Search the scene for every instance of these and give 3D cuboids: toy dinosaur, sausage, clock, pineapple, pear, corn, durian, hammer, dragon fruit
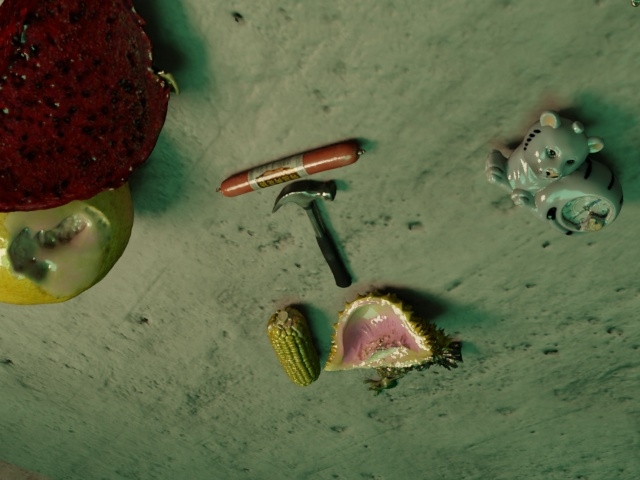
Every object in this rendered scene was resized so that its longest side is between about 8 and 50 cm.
[{"bbox_3d":[0.137,0.293,1.381,0.060,0.029,0.119,20,139,-33],"label":"toy dinosaur"},{"bbox_3d":[-0.049,-0.098,0.942,0.253,0.034,0.034,-12,135,32],"label":"sausage"},{"bbox_3d":[0.302,-0.080,0.809,0.176,0.080,0.117,30,139,-16],"label":"clock"},{"bbox_3d":[0.180,0.213,1.230,0.159,0.074,0.074,-6,138,12],"label":"pineapple"},{"bbox_3d":[-0.397,-0.044,0.948,0.270,0.271,0.271,9,142,7],"label":"pear"},{"bbox_3d":[-0.049,0.206,1.282,0.080,0.080,0.238,4,141,14],"label":"corn"},{"bbox_3d":[0.111,0.166,1.141,0.165,0.132,0.182,24,138,-24],"label":"durian"},{"bbox_3d":[0.000,0.000,1.053,0.102,0.029,0.246,-1,141,19],"label":"hammer"},{"bbox_3d":[-0.303,-0.182,0.815,0.205,0.152,0.317,21,106,-43],"label":"dragon fruit"}]

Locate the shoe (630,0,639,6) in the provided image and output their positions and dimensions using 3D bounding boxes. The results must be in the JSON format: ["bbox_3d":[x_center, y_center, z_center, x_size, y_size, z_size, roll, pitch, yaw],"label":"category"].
[{"bbox_3d":[0.414,-0.215,0.592,0.274,0.103,0.098,21,143,2],"label":"shoe"}]
